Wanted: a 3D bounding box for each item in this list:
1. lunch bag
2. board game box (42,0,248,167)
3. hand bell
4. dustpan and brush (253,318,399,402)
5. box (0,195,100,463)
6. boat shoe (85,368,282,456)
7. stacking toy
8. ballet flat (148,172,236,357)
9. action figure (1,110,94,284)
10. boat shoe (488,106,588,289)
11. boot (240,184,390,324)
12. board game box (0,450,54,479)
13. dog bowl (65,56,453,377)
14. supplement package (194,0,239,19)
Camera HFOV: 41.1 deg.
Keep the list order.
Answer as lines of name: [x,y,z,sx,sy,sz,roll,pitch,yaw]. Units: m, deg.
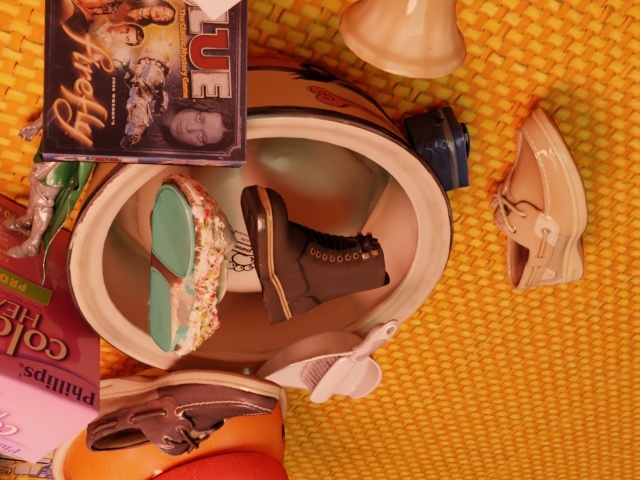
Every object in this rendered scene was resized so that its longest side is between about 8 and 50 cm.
lunch bag: [0.136,-0.104,0.967,0.065,0.067,0.098,-14,136,1]
board game box: [-0.144,-0.186,0.710,0.164,0.244,0.042,0,177,-15]
hand bell: [0.102,-0.273,0.730,0.126,0.126,0.242,1,138,-14]
dustpan and brush: [0.027,0.137,0.980,0.147,0.060,0.211,14,131,-26]
box: [-0.355,0.079,0.911,0.117,0.243,0.213,-36,132,23]
boat shoe: [-0.167,0.205,0.994,0.285,0.093,0.103,-9,154,32]
stacking toy: [-0.142,0.430,1.136,0.350,0.480,0.351,-17,144,-13]
ballet flat: [-0.122,0.017,0.820,0.077,0.091,0.241,-26,151,-33]
action figure: [-0.266,-0.087,0.860,0.063,0.137,0.232,9,124,-35]
boat shoe: [0.262,-0.034,1.046,0.098,0.109,0.302,-18,142,4]
boot: [0.000,0.000,0.831,0.136,0.077,0.198,-14,151,-5]
board game box: [-0.414,0.280,1.251,0.146,0.045,0.193,15,130,-26]
dog bowl: [-0.069,-0.023,0.944,0.407,0.150,0.408,-7,137,-7]
supplement package: [-0.066,-0.328,0.539,0.198,0.263,0.199,-31,135,19]
